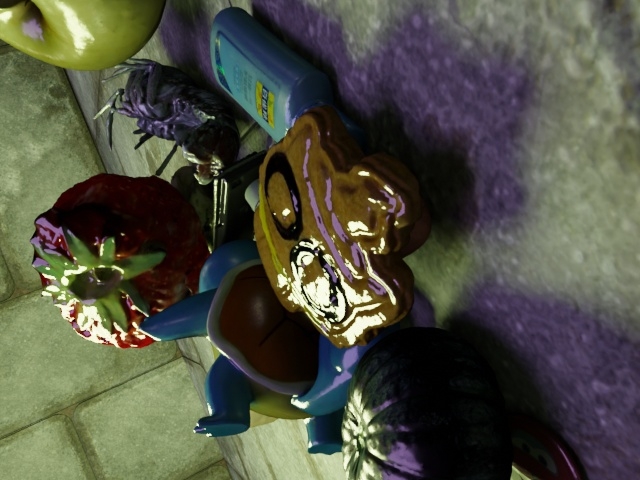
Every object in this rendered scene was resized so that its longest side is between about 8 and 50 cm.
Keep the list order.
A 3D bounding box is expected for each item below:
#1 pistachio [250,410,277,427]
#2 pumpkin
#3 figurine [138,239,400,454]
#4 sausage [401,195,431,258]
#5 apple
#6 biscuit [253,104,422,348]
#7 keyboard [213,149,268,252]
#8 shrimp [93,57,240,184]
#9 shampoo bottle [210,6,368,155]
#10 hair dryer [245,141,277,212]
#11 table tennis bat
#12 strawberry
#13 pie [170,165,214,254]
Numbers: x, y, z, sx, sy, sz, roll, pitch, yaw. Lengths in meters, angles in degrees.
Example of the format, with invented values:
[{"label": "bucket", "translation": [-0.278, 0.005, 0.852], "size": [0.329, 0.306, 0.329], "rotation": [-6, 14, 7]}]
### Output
[{"label": "pistachio", "translation": [-0.140, 0.292, 1.197], "size": [0.152, 0.126, 0.223], "rotation": [13, 128, 17]}, {"label": "pumpkin", "translation": [0.093, 0.178, 0.523], "size": [0.202, 0.140, 0.202], "rotation": [-174, 90, -81]}, {"label": "figurine", "translation": [-0.068, 0.139, 0.773], "size": [0.416, 0.297, 0.243], "rotation": [20, 94, 58]}, {"label": "sausage", "translation": [0.052, -0.004, 0.562], "size": [0.062, 0.062, 0.154], "rotation": [65, 157, 7]}, {"label": "apple", "translation": [-0.337, -0.376, 0.820], "size": [0.294, 0.258, 0.233], "rotation": [10, 153, 18]}, {"label": "biscuit", "translation": [0.000, 0.000, 0.543], "size": [0.290, 0.041, 0.209], "rotation": [-34, 77, 62]}, {"label": "keyboard", "translation": [-0.124, -0.045, 0.877], "size": [0.025, 0.093, 0.230], "rotation": [48, 152, 16]}, {"label": "shrimp", "translation": [-0.245, -0.203, 0.945], "size": [0.410, 0.166, 0.221], "rotation": [23, 155, 41]}, {"label": "shampoo bottle", "translation": [-0.041, -0.157, 0.631], "size": [0.258, 0.061, 0.104], "rotation": [48, 148, 38]}, {"label": "hair dryer", "translation": [-0.057, -0.074, 0.775], "size": [0.082, 0.047, 0.137], "rotation": [52, 146, 30]}, {"label": "table tennis bat", "translation": [0.194, 0.221, 0.518], "size": [0.098, 0.019, 0.155], "rotation": [28, 133, 59]}, {"label": "strawberry", "translation": [-0.313, 0.015, 1.006], "size": [0.291, 0.310, 0.292], "rotation": [9, 120, 16]}, {"label": "pie", "translation": [-0.220, 0.013, 1.173], "size": [0.337, 0.075, 0.338], "rotation": [49, 153, 36]}]
